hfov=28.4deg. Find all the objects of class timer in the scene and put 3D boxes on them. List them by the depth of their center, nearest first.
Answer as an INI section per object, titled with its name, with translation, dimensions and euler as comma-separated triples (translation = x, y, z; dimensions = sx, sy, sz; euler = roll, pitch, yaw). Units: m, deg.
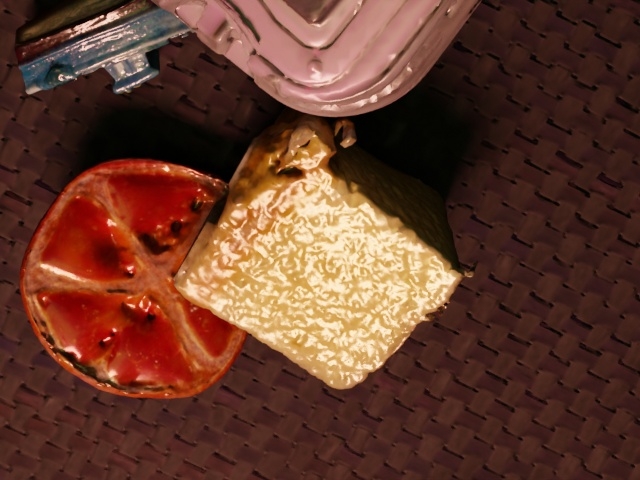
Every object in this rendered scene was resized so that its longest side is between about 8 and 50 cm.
[timer]
translation = -0.004, -0.181, 0.679
dimensions = 0.208, 0.069, 0.191
euler = 39, 106, 5

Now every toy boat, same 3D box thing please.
[toy boat]
translation = -0.123, -0.125, 0.781
dimensions = 0.137, 0.060, 0.061
euler = -25, 129, 8

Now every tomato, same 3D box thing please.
[tomato]
translation = -0.116, 0.025, 0.805
dimensions = 0.155, 0.069, 0.156
euler = 2, 84, -19

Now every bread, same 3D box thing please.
[bread]
translation = 0.000, 0.000, 0.776
dimensions = 0.147, 0.127, 0.152
euler = 37, 105, -12
